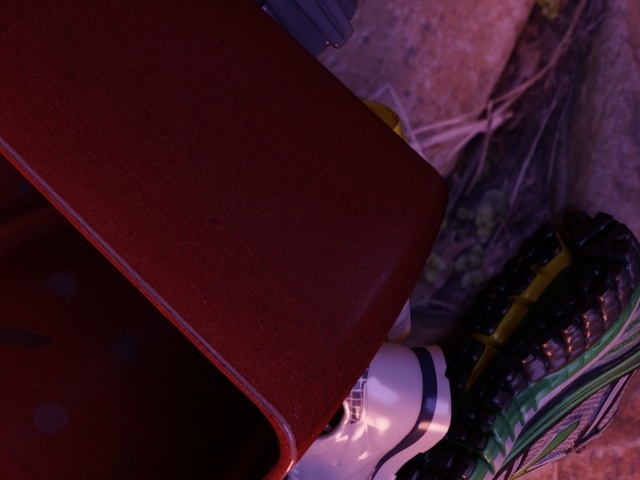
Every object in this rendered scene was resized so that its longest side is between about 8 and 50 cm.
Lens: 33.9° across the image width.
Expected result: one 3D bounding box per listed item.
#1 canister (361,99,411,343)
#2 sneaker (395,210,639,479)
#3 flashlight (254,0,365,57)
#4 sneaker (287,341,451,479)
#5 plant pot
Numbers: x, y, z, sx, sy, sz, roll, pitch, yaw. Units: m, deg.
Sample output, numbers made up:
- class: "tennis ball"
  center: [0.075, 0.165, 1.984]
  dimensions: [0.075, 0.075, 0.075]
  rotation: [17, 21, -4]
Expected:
- class: "canister"
  center: [0.000, 0.000, 0.741]
  dimensions: [0.126, 0.073, 0.170]
  rotation: [-15, 119, -14]
- class: "sneaker"
  center: [0.153, 0.148, 0.833]
  dimensions: [0.343, 0.134, 0.146]
  rotation: [-46, 122, 3]
- class: "flashlight"
  center: [-0.084, -0.225, 0.593]
  dimensions: [0.304, 0.103, 0.103]
  rotation: [46, 56, -33]
- class: "sneaker"
  center: [0.007, 0.147, 0.776]
  dimensions: [0.094, 0.090, 0.235]
  rotation: [5, 137, -22]
- class: "plant pot"
  center: [-0.090, 0.014, 0.565]
  dimensions: [0.236, 0.267, 0.267]
  rotation: [-36, 167, -46]
